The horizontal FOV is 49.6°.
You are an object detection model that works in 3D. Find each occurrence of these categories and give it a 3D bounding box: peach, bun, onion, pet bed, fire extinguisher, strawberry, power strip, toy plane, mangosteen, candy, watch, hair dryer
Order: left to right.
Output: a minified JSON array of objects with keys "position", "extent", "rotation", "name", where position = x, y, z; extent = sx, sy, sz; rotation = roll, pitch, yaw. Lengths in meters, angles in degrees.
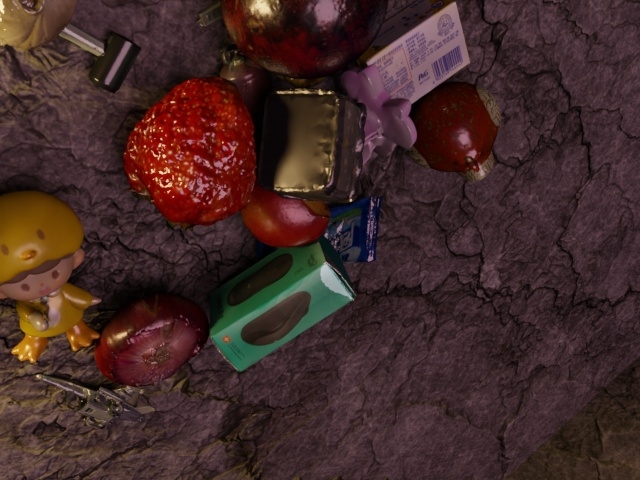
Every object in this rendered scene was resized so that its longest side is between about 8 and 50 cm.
[{"position":[-0.468,-0.391,1.090],"extent":[0.166,0.113,0.173],"rotation":[-21,112,-18],"name":"bun"},{"position":[-0.423,-0.348,1.210],"extent":[0.197,0.057,0.100],"rotation":[29,97,-33],"name":"hair dryer"},{"position":[-0.502,0.356,1.523],"extent":[0.262,0.088,0.192],"rotation":[25,127,-37],"name":"toy plane"},{"position":[-0.362,0.207,1.486],"extent":[0.248,0.161,0.248],"rotation":[-14,124,-22],"name":"onion"},{"position":[-0.227,-0.171,1.295],"extent":[0.257,0.257,0.277],"rotation":[10,119,-38],"name":"strawberry"},{"position":[-0.201,-0.437,1.326],"extent":[0.083,0.017,0.027],"rotation":[-36,129,-15],"name":"power strip"},{"position":[-0.135,-0.285,1.399],"extent":[0.105,0.105,0.269],"rotation":[-34,130,-14],"name":"fire extinguisher"},{"position":[-0.074,-0.080,1.493],"extent":[0.192,0.190,0.190],"rotation":[-3,124,9],"name":"peach"},{"position":[-0.016,-0.426,1.279],"extent":[0.306,0.306,0.359],"rotation":[-43,142,-6],"name":"mangosteen"},{"position":[-0.008,-0.183,1.347],"extent":[0.159,0.183,0.211],"rotation":[6,89,-66],"name":"pet bed"},{"position":[0.000,0.000,1.674],"extent":[0.331,0.077,0.187],"rotation":[-12,119,-25],"name":"candy"},{"position":[0.064,-0.213,1.485],"extent":[0.217,0.211,0.248],"rotation":[-43,173,-16],"name":"watch"}]

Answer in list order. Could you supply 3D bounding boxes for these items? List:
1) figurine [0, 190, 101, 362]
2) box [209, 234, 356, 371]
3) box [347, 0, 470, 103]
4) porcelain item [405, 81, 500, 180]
[{"position":[-0.533,0.072,1.283],"extent":[0.215,0.187,0.344],"rotation":[-26,134,-32],"name":"figurine"},{"position":[-0.094,0.123,1.537],"extent":[0.311,0.205,0.118],"rotation":[-32,117,6],"name":"box"},{"position":[0.197,-0.414,1.559],"extent":[0.265,0.097,0.168],"rotation":[-38,131,-12],"name":"box"},{"position":[0.323,-0.243,1.638],"extent":[0.253,0.253,0.253],"rotation":[-17,124,-27],"name":"porcelain item"}]
